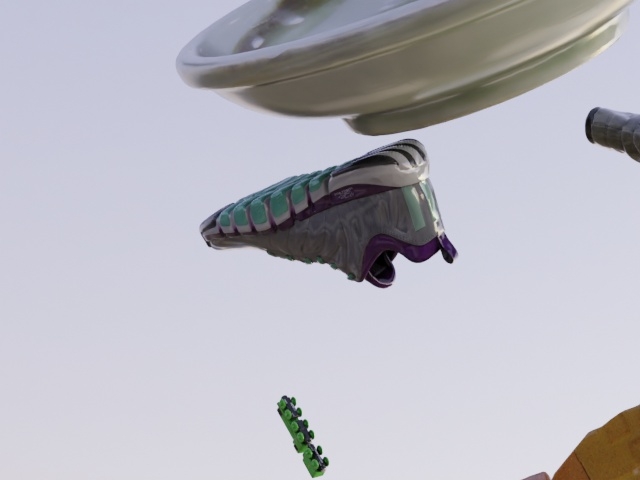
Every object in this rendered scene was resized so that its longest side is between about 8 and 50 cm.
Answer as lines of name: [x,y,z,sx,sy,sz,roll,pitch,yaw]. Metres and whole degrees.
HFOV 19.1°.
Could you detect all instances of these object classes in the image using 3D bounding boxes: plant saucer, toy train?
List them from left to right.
toy train: [-0.017,0.175,1.696,0.017,0.083,0.024,-10,-36,-32]
plant saucer: [0.100,-0.160,1.323,0.400,0.100,0.400,-22,15,6]

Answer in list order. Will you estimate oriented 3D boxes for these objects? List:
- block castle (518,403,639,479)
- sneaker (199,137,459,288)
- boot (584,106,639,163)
block castle: [0.298,0.208,1.311,0.303,0.213,0.453,-36,-16,35]
sneaker: [0.000,0.000,1.394,0.223,0.098,0.083,-16,8,47]
boot: [0.291,-0.085,1.629,0.161,0.083,0.246,12,-1,37]
